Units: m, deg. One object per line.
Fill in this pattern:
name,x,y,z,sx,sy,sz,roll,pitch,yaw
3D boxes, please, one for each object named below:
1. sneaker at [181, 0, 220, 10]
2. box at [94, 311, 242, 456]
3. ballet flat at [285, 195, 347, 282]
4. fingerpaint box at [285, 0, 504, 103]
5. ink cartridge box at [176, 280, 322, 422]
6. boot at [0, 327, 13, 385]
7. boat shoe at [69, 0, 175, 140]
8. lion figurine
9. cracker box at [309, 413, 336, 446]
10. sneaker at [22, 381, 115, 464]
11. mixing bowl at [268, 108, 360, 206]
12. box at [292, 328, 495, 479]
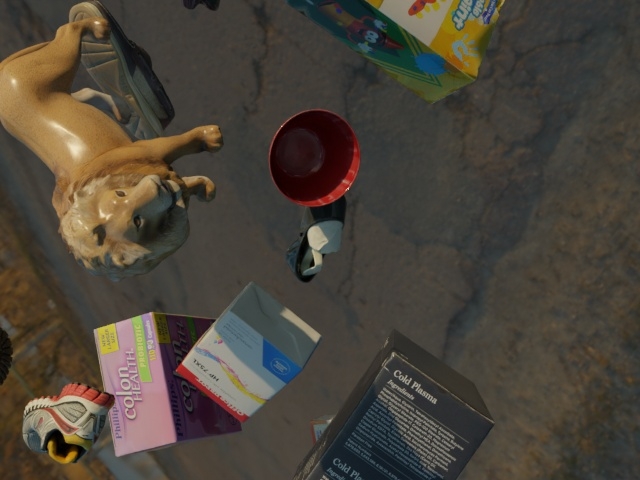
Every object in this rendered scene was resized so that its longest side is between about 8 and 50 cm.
sneaker,-0.196,-0.507,1.509,0.106,0.281,0.162,17,138,8
box,-0.257,0.245,1.472,0.243,0.117,0.213,21,-126,-67
ballet flat,0.000,0.000,1.782,0.280,0.095,0.096,115,146,-54
fingerpaint box,0.189,-0.562,1.687,0.371,0.445,0.163,30,158,-21
ink cartridge box,-0.118,0.179,1.261,0.134,0.078,0.231,39,131,-4
boot,-0.385,0.151,0.880,0.085,0.158,0.059,-9,126,28
boat shoe,-0.351,-0.311,1.537,0.103,0.092,0.285,5,135,37
lion figurine,-0.264,-0.113,0.958,0.392,0.240,0.142,38,130,23
cracker box,0.100,0.448,1.808,0.232,0.067,0.155,-9,89,32
sneaker,-0.374,0.271,1.209,0.088,0.092,0.225,27,145,-23
mixing bowl,-0.026,-0.161,1.613,0.181,0.181,0.098,56,169,-23
box,0.100,0.329,1.343,0.179,0.312,0.343,34,-177,4
